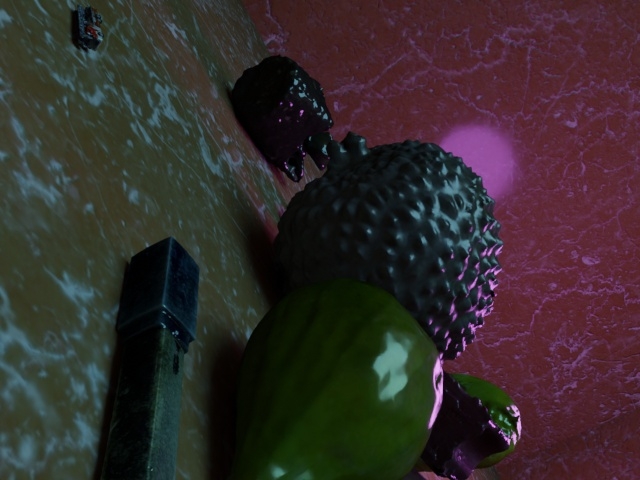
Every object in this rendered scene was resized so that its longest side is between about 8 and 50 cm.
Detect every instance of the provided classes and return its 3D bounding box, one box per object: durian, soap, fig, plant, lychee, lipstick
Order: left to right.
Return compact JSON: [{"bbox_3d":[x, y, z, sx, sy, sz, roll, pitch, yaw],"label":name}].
[{"bbox_3d":[-0.131,0.111,0.516,0.051,0.051,0.312,58,12,-34],"label":"lipstick"},{"bbox_3d":[-0.066,-0.281,1.546,0.276,0.189,0.198,51,16,-52],"label":"plant"},{"bbox_3d":[0.007,0.189,0.699,0.233,0.233,0.314,57,39,-34],"label":"fig"},{"bbox_3d":[0.111,0.024,1.128,0.380,0.381,0.432,-83,153,-74],"label":"lychee"},{"bbox_3d":[0.170,0.246,0.946,0.182,0.112,0.289,52,1,32],"label":"soap"},{"bbox_3d":[0.248,0.364,1.315,0.256,0.340,0.204,-2,84,-55],"label":"durian"}]

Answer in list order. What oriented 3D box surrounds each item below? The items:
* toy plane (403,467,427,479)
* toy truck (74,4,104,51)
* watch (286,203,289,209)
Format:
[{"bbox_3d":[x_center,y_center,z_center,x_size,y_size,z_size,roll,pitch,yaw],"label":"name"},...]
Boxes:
[{"bbox_3d":[0.109,0.307,0.906,0.273,0.107,0.182,34,-6,-7],"label":"toy plane"},{"bbox_3d":[-0.278,-0.254,0.801,0.032,0.024,0.083,23,33,-41],"label":"toy truck"},{"bbox_3d":[-0.003,-0.006,1.477,0.164,0.102,0.268,63,1,12],"label":"watch"}]
